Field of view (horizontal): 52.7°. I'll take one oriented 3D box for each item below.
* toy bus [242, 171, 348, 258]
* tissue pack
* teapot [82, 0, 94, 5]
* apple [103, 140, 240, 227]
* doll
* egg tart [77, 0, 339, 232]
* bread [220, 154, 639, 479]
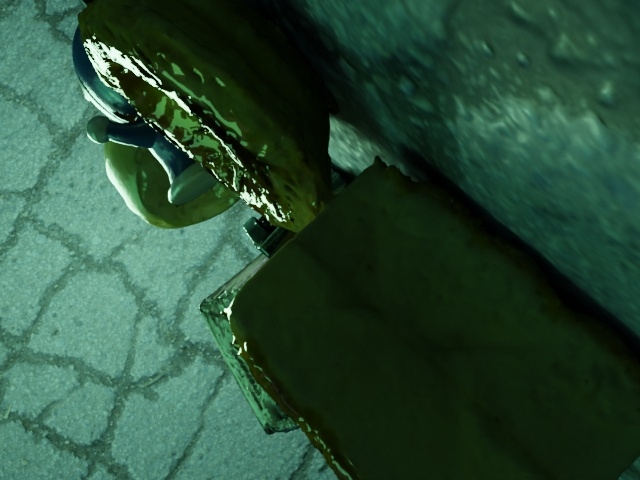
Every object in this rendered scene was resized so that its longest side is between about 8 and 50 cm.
[{"bbox_3d":[0.000,0.000,0.850,0.167,0.138,0.275,46,177,-8],"label":"toy bus"},{"bbox_3d":[-0.034,0.125,1.073,0.242,0.125,0.343,63,-151,-10],"label":"tissue pack"},{"bbox_3d":[-0.227,-0.310,0.673,0.177,0.087,0.096,48,-162,-13],"label":"teapot"},{"bbox_3d":[-0.246,-0.161,1.146,0.279,0.279,0.279,47,176,5],"label":"apple"},{"bbox_3d":[-0.183,-0.173,0.782,0.257,0.215,0.161,60,145,3],"label":"doll"},{"bbox_3d":[-0.079,-0.122,0.580,0.290,0.115,0.290,40,172,7],"label":"egg tart"},{"bbox_3d":[0.094,0.118,0.536,0.279,0.207,0.279,46,177,22],"label":"bread"}]
